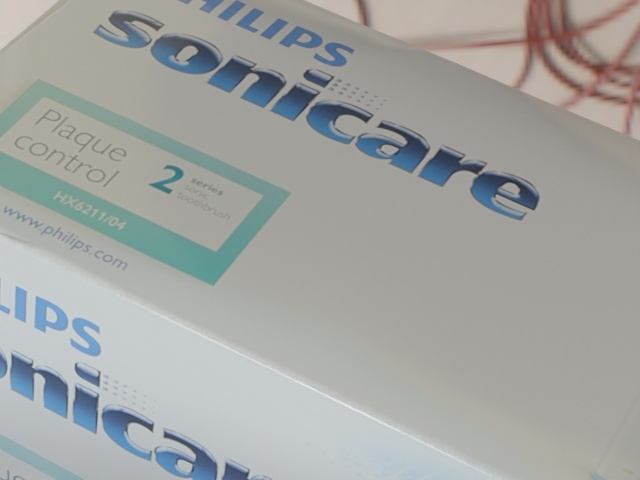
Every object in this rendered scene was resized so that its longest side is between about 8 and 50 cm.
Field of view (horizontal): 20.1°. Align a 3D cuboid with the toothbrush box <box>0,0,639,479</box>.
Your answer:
[{"bbox_3d":[0.000,0.095,0.511,0.216,0.126,0.295,25,135,15],"label":"toothbrush box"}]
